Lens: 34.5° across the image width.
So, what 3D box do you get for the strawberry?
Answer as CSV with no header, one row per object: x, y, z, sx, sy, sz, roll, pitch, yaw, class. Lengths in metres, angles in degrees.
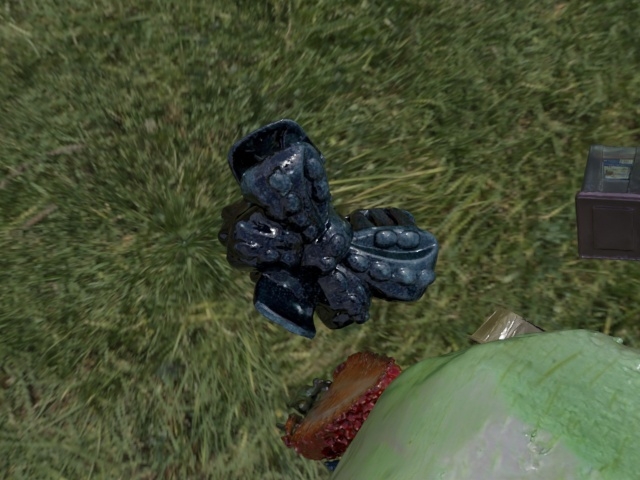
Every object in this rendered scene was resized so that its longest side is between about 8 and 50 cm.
0.050,0.262,1.581,0.106,0.286,0.188,43,58,-13,strawberry

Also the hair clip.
-0.006,0.003,1.328,0.310,0.194,0.206,35,102,-27,hair clip

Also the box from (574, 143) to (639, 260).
0.240,-0.031,0.836,0.060,0.084,0.063,2,53,19,box

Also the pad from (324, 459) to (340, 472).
0.174,0.363,1.520,0.270,0.269,0.012,1,98,-26,pad

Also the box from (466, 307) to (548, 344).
0.309,0.178,1.575,0.177,0.111,0.111,32,86,-12,box

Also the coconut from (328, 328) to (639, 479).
0.119,0.212,0.513,0.328,0.281,0.328,11,63,-23,coconut
